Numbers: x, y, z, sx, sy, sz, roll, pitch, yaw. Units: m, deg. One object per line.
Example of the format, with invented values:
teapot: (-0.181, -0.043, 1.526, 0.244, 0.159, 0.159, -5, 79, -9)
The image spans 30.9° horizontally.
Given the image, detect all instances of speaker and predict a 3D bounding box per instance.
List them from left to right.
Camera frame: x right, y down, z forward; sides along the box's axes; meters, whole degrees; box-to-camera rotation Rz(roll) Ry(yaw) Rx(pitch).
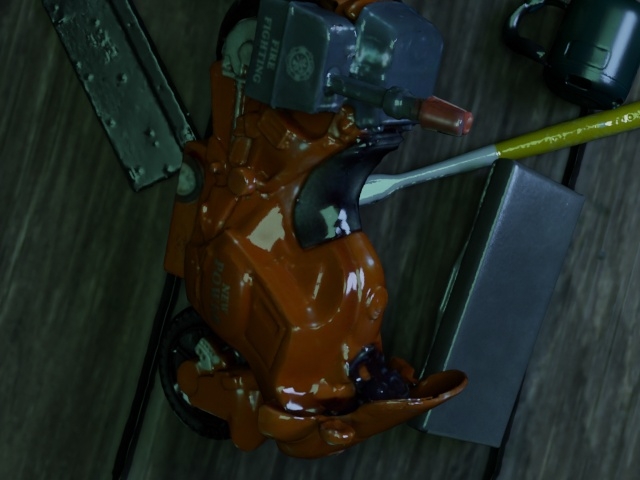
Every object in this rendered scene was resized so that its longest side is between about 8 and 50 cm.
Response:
speaker: (0.174, -0.137, 0.789, 0.094, 0.060, 0.075, 21, 88, -2)

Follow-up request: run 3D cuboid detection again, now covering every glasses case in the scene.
glasses case: (0.117, 0.044, 0.788, 0.072, 0.042, 0.190, 20, 89, -33)

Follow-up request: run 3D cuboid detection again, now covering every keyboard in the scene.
keyboard: (-0.144, -0.132, 0.799, 0.060, 0.018, 0.195, -25, 91, 5)

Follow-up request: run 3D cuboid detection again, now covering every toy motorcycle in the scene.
toy motorcycle: (0.000, 0.000, 0.713, 0.221, 0.148, 0.325, 22, 109, 31)

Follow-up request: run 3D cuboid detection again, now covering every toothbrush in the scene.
toothbrush: (0.143, -0.065, 0.809, 0.288, 0.024, 0.021, -15, 93, -4)
